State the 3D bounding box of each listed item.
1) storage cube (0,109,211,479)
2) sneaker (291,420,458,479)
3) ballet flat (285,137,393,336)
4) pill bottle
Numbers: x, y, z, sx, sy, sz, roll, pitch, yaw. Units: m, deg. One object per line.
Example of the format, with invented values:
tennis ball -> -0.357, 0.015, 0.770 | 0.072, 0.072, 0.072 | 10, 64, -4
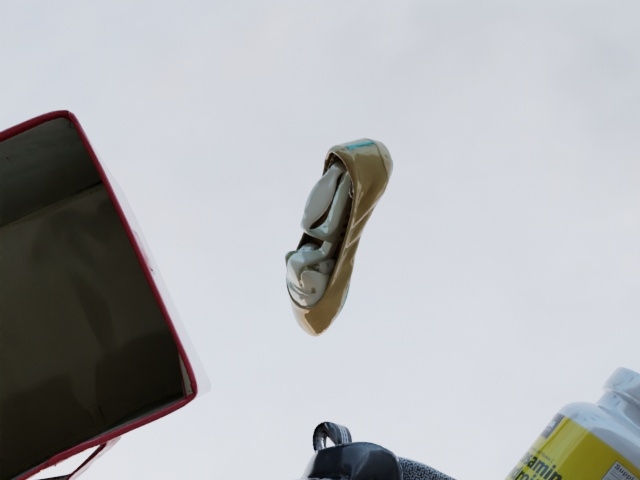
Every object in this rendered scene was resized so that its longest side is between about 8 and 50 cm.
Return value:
storage cube -> -0.194, 0.054, 0.522 | 0.184, 0.193, 0.215 | -25, -97, -9
sneaker -> 0.032, 0.179, 0.329 | 0.101, 0.268, 0.153 | 33, -92, -34
ballet flat -> 0.000, 0.000, 0.793 | 0.080, 0.073, 0.232 | 39, -60, 38
pill bottle -> 0.206, 0.192, 0.604 | 0.103, 0.103, 0.184 | 41, -96, -8
